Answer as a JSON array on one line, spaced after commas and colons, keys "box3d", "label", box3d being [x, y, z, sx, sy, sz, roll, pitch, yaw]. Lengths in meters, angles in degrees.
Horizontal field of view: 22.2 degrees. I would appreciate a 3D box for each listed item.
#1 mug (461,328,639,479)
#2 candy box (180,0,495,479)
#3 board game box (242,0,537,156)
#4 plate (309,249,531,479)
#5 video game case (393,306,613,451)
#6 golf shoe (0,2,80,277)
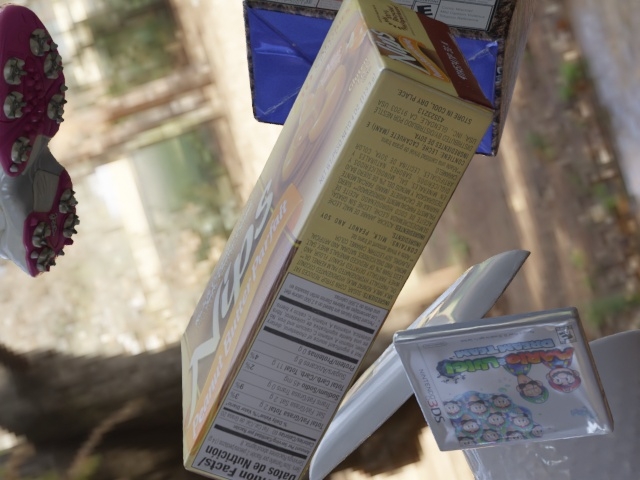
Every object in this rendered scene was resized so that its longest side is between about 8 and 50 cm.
[{"box3d": [0.300, 0.329, 1.824, 0.276, 0.374, 0.328, 66, 180, -65], "label": "mug"}, {"box3d": [0.000, 0.000, 1.138, 0.183, 0.087, 0.316, -101, 34, -64], "label": "candy box"}, {"box3d": [0.080, -0.239, 1.523, 0.141, 0.232, 0.291, 88, -163, -46], "label": "board game box"}, {"box3d": [0.105, 0.129, 1.847, 0.045, 0.278, 0.277, 45, -152, 2], "label": "plate"}, {"box3d": [0.157, 0.121, 1.383, 0.019, 0.157, 0.143, -78, -28, -47], "label": "video game case"}, {"box3d": [-0.324, -0.101, 1.611, 0.115, 0.140, 0.306, -49, -30, -46], "label": "golf shoe"}]
